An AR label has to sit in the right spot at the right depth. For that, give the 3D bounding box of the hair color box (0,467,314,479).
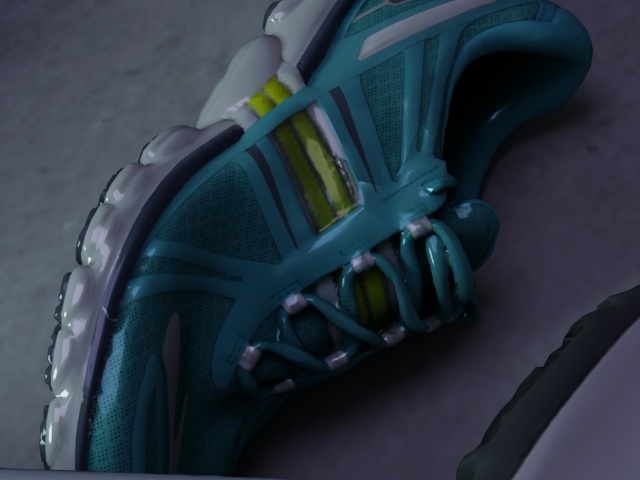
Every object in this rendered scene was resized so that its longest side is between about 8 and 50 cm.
[{"bbox_3d":[-0.175,0.165,0.538,0.374,0.113,0.185,0,49,21],"label":"hair color box"}]

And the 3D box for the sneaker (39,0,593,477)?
[{"bbox_3d":[0.000,0.000,0.631,0.110,0.107,0.275,19,59,24],"label":"sneaker"}]

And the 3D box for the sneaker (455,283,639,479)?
[{"bbox_3d":[0.110,0.172,0.352,0.257,0.169,0.447,18,35,22],"label":"sneaker"}]
